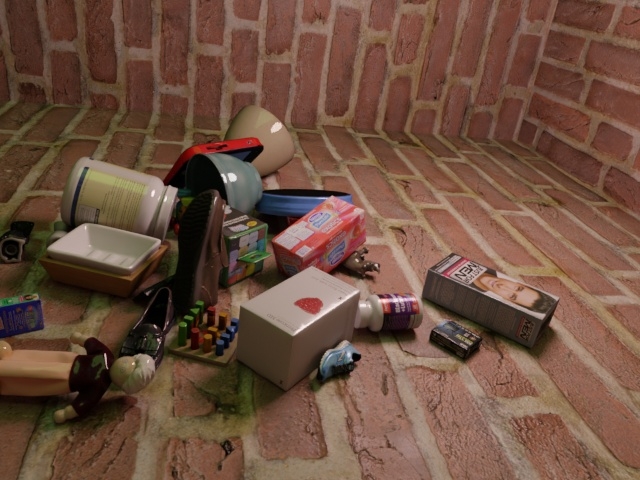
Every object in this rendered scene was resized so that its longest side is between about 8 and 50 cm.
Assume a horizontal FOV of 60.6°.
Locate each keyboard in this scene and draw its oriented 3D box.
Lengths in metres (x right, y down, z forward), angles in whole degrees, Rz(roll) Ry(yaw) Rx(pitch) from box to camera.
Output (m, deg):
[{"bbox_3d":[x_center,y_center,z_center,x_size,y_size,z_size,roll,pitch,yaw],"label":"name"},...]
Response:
[{"bbox_3d":[-0.457,0.125,1.608,0.108,0.023,0.180,-25,5,38],"label":"keyboard"}]

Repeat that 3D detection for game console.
[{"bbox_3d":[-0.444,-0.293,2.233,0.386,0.342,0.060,-19,75,-44],"label":"game console"}]

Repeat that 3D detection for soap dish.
[{"bbox_3d":[-0.644,0.058,1.649,0.291,0.118,0.229,12,27,8],"label":"soap dish"}]

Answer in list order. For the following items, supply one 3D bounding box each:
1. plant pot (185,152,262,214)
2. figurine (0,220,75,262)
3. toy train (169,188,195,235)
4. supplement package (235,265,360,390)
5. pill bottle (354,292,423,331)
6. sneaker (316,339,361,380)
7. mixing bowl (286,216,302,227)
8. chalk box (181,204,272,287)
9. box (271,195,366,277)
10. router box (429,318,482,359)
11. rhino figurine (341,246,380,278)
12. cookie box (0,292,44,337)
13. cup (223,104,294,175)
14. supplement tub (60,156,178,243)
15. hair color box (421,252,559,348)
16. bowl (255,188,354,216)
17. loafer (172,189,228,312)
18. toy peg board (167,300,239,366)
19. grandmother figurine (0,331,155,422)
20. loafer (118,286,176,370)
[{"bbox_3d":[-0.340,-0.192,2.023,0.196,0.293,0.293,-19,37,-37],"label":"plant pot"},{"bbox_3d":[-0.901,-0.015,1.766,0.215,0.092,0.209,-1,24,-20],"label":"figurine"},{"bbox_3d":[-0.463,-0.088,1.932,0.105,0.143,0.248,-6,21,-24],"label":"toy train"},{"bbox_3d":[-0.055,0.219,1.434,0.177,0.175,0.293,25,32,28],"label":"supplement package"},{"bbox_3d":[0.191,0.210,1.597,0.193,0.108,0.108,-2,28,-18],"label":"pill bottle"},{"bbox_3d":[0.051,0.313,1.406,0.073,0.063,0.162,27,32,27],"label":"sneaker"},{"bbox_3d":[-0.038,-0.040,2.013,0.181,0.098,0.181,1,10,0],"label":"mixing bowl"},{"bbox_3d":[-0.290,0.020,1.763,0.289,0.179,0.180,26,31,30],"label":"chalk box"},{"bbox_3d":[0.000,0.000,1.826,0.154,0.142,0.300,28,52,34],"label":"box"},{"bbox_3d":[0.391,0.283,1.585,0.122,0.038,0.092,28,34,34],"label":"router box"},{"bbox_3d":[0.115,0.062,1.906,0.106,0.073,0.243,-24,42,-36],"label":"rhino figurine"},{"bbox_3d":[-0.766,0.189,1.386,0.107,0.091,0.040,-10,29,-33],"label":"cookie box"},{"bbox_3d":[-0.320,-0.416,2.515,0.331,0.331,0.237,23,57,27],"label":"cup"},{"bbox_3d":[-0.662,-0.125,1.824,0.325,0.235,0.235,16,25,-13],"label":"supplement tub"},{"bbox_3d":[0.537,0.180,1.748,0.374,0.113,0.185,26,31,30],"label":"hair color box"},{"bbox_3d":[-0.060,-0.153,2.150,0.391,0.077,0.391,2,9,0],"label":"bowl"},{"bbox_3d":[-0.338,0.034,1.601,0.134,0.366,0.130,3,-11,40],"label":"loafer"},{"bbox_3d":[-0.293,0.236,1.441,0.161,0.079,0.161,12,27,8],"label":"toy peg board"},{"bbox_3d":[-0.540,0.295,1.205,0.342,0.104,0.207,0,64,-5],"label":"grandmother figurine"},{"bbox_3d":[-0.440,0.228,1.395,0.109,0.095,0.302,8,27,-3],"label":"loafer"}]
